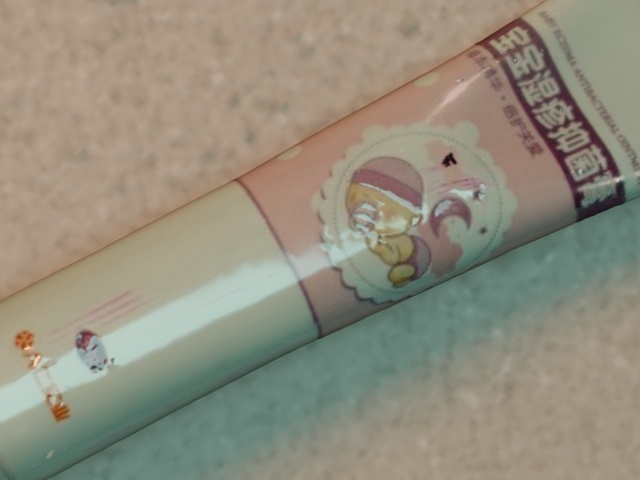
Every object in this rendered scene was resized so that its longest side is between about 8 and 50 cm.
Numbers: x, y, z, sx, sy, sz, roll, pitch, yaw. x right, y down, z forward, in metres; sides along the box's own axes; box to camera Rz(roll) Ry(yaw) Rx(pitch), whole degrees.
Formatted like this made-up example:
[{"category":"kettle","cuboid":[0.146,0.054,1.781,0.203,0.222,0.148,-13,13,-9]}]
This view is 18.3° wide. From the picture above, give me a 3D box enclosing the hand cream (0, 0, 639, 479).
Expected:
[{"category":"hand cream","cuboid":[0.000,0.000,0.654,0.331,0.058,0.085,-27,74,-11]}]
